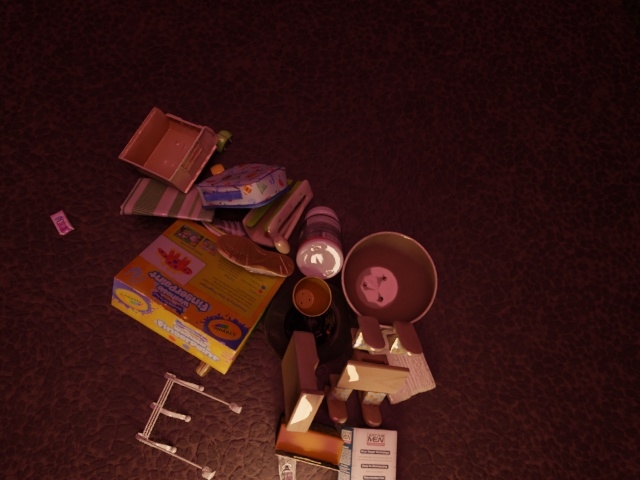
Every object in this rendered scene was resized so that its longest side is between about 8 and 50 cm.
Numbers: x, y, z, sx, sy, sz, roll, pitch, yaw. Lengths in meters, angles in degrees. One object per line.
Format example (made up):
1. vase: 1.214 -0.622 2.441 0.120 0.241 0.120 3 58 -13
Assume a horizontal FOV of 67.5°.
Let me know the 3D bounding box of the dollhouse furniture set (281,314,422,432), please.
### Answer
1. dollhouse furniture set: 0.093 0.453 1.517 0.394 0.362 0.256 11 32 -16

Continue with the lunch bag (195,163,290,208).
1. lunch bag: -0.280 -0.186 1.694 0.303 0.243 0.115 0 116 30

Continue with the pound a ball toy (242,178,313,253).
1. pound a ball toy: -0.127 -0.080 1.754 0.208 0.136 0.319 14 54 29

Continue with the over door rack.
1. over door rack: -0.437 0.620 1.623 0.324 0.108 0.240 17 75 21

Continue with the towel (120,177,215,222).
1. towel: -0.542 -0.148 1.773 0.324 0.038 0.248 6 34 -4

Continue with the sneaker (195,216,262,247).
1. sneaker: -0.345 -0.035 1.811 0.300 0.111 0.121 36 66 -2

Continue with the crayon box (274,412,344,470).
1. crayon box: -0.040 0.643 1.554 0.203 0.323 0.083 15 77 -1

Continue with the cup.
1. cup: 0.227 0.156 1.735 0.330 0.237 0.331 1 77 -4

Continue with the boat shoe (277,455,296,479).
1. boat shoe: -0.117 0.785 1.649 0.066 0.063 0.184 2 77 -4

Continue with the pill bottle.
1. pill bottle: 0.000 0.000 1.723 0.161 0.283 0.161 0 120 1

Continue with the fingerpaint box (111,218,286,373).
1. fingerpaint box: -0.403 0.172 1.636 0.444 0.163 0.371 30 43 2

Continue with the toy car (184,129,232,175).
1. toy car: -0.425 -0.349 1.891 0.239 0.053 0.225 28 76 2

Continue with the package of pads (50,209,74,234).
1. package of pads: -0.966 -0.067 1.791 0.050 0.032 0.083 -32 81 -8

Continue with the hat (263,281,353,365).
1. hat: -0.053 0.299 1.734 0.331 0.134 0.332 3 81 -19

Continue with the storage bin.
1. storage bin: -0.560 -0.345 1.799 0.262 0.123 0.260 24 76 23

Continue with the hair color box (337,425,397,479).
1. hair color box: 0.154 0.813 1.608 0.173 0.105 0.347 13 70 -22

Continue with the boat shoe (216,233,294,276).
1. boat shoe: -0.231 0.066 1.640 0.277 0.096 0.098 24 65 -16

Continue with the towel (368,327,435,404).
1. towel: 0.288 0.441 1.773 0.187 0.049 0.282 -20 80 -8

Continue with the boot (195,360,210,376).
1. boot: -0.427 0.328 1.708 0.203 0.095 0.262 27 70 0

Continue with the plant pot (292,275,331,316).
1. plant pot: -0.042 0.194 1.635 0.134 0.095 0.134 4 77 -19
